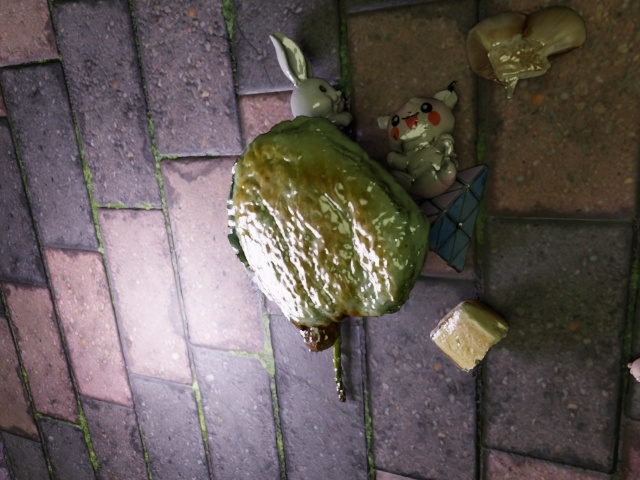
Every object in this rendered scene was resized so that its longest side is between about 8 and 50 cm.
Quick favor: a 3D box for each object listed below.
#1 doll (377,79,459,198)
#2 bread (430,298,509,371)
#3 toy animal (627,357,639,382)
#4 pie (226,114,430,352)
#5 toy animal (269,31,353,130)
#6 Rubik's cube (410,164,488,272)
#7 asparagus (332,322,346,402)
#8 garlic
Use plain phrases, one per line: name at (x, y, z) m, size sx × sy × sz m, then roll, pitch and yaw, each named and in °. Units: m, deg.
doll at (0.180, -0.168, 0.885) m, size 0.149 × 0.095 × 0.192 m, roll -15°, pitch 74°, yaw 31°
bread at (0.285, 0.172, 0.973) m, size 0.106 × 0.082 × 0.125 m, roll 46°, pitch 131°, yaw 17°
toy animal at (0.579, 0.249, 0.853) m, size 0.114 × 0.091 × 0.082 m, roll 3°, pitch 122°, yaw 23°
pie at (0.002, -0.021, 0.925) m, size 0.395 × 0.180 × 0.418 m, roll 51°, pitch 142°, yaw 10°
toy animal at (-0.013, -0.281, 0.950) m, size 0.130 × 0.103 × 0.221 m, roll -6°, pitch 105°, yaw 29°
Rubik's cube at (0.232, -0.061, 0.893) m, size 0.211 × 0.190 × 0.178 m, roll 42°, pitch 103°, yaw 3°
asparagus at (0.040, 0.256, 1.151) m, size 0.024 × 0.025 × 0.249 m, roll -9°, pitch 107°, yaw -16°
garlic at (0.317, -0.300, 0.797) m, size 0.174 × 0.099 × 0.124 m, roll -6°, pitch 85°, yaw 23°
